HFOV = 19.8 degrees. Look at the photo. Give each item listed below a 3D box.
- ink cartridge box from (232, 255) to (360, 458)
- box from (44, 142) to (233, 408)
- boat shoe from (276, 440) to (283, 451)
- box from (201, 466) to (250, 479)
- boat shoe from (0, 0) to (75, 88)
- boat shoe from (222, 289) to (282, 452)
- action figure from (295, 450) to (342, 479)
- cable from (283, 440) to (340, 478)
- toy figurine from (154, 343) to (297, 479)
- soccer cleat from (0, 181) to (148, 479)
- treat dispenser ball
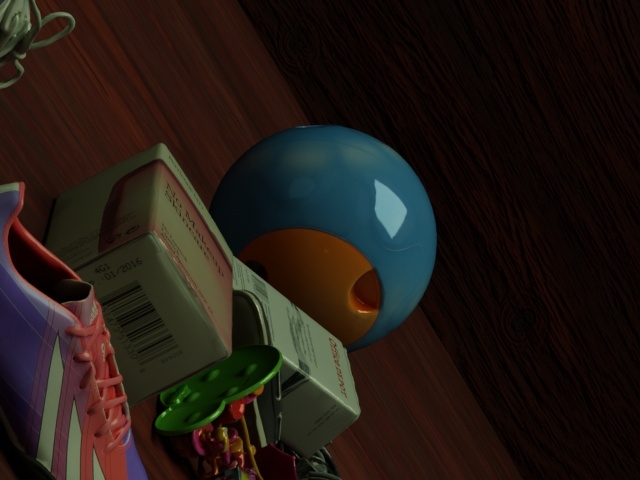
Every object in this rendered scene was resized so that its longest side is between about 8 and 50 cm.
[{"bbox_3d":[-0.064,0.123,2.029,0.208,0.087,0.153,39,18,-25],"label":"ink cartridge box"},{"bbox_3d":[-0.169,0.030,1.732,0.148,0.127,0.232,59,10,-21],"label":"box"},{"bbox_3d":[-0.062,0.210,2.072,0.056,0.049,0.152,57,11,-38],"label":"boat shoe"},{"bbox_3d":[-0.040,0.346,1.768,0.233,0.044,0.159,55,19,-42],"label":"box"},{"bbox_3d":[-0.309,-0.215,1.699,0.156,0.136,0.367,63,-2,-23],"label":"boat shoe"},{"bbox_3d":[-0.076,0.142,1.922,0.065,0.075,0.206,-35,127,-60],"label":"boat shoe"},{"bbox_3d":[0.032,0.348,2.073,0.185,0.099,0.285,44,17,-51],"label":"action figure"},{"bbox_3d":[-0.033,0.232,2.234,0.150,0.047,0.184,-95,159,-56],"label":"cable"},{"bbox_3d":[-0.082,0.213,1.824,0.173,0.130,0.159,-50,124,-57],"label":"toy figurine"},{"bbox_3d":[-0.199,0.096,1.394,0.318,0.116,0.108,58,10,-28],"label":"soccer cleat"},{"bbox_3d":[0.000,0.000,2.276,0.288,0.288,0.288,60,9,-16],"label":"treat dispenser ball"}]
